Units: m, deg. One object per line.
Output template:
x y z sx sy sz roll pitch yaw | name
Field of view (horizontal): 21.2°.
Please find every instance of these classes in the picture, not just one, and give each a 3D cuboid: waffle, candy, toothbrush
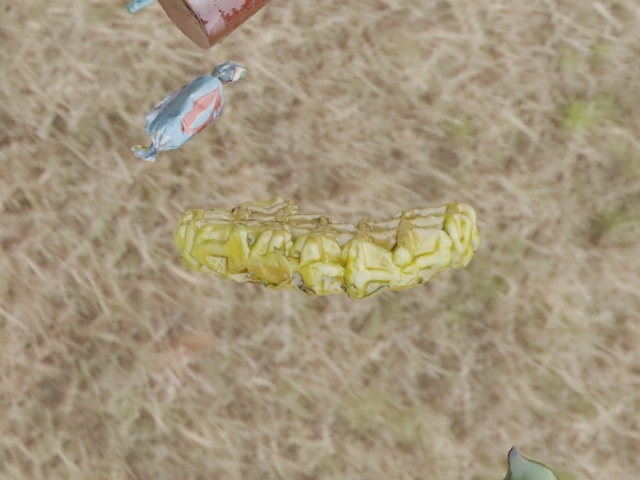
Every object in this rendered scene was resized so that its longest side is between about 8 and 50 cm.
0.000 0.004 1.105 0.149 0.194 0.051 -12 104 -48 | waffle
-0.074 -0.072 0.936 0.083 0.030 0.020 -45 128 -25 | candy
-0.094 -0.238 1.462 0.167 0.014 0.011 -29 107 8 | toothbrush

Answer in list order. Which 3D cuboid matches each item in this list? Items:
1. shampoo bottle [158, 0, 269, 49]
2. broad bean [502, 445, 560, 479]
0.018 -0.257 1.242 0.314 0.118 0.076 -40 137 -14 | shampoo bottle
0.027 0.202 0.725 0.060 0.043 0.297 20 120 -6 | broad bean
